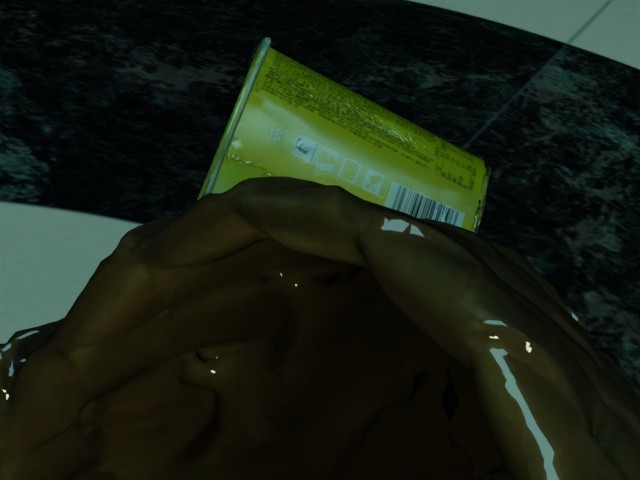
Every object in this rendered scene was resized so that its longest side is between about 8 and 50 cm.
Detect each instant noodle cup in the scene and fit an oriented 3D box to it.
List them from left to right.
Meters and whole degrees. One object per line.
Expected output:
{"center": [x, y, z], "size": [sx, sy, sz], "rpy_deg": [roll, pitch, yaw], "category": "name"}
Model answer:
{"center": [0.000, 0.000, 1.078], "size": [0.153, 0.205, 0.205], "rpy_deg": [19, 24, -3], "category": "instant noodle cup"}

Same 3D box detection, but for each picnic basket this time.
{"center": [-0.067, 0.138, 0.530], "size": [0.337, 0.337, 0.293], "rpy_deg": [-3, 41, -34], "category": "picnic basket"}
